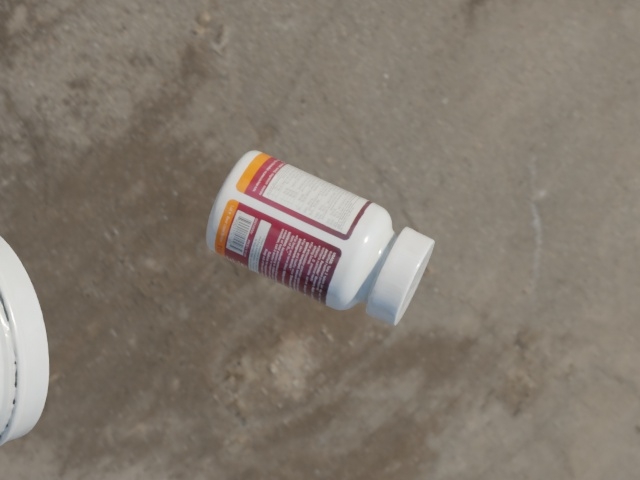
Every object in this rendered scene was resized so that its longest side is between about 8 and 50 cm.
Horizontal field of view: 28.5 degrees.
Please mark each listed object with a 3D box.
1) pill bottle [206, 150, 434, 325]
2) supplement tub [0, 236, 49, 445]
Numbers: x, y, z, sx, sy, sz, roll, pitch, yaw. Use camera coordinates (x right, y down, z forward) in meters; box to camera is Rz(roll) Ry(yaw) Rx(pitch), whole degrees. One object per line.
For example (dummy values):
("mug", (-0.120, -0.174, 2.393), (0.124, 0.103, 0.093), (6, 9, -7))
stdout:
("pill bottle", (0.000, 0.000, 1.333), (0.121, 0.221, 0.121), (-62, 171, -18))
("supplement tub", (-0.414, 0.108, 1.027), (0.325, 0.235, 0.235), (-13, 126, -42))
